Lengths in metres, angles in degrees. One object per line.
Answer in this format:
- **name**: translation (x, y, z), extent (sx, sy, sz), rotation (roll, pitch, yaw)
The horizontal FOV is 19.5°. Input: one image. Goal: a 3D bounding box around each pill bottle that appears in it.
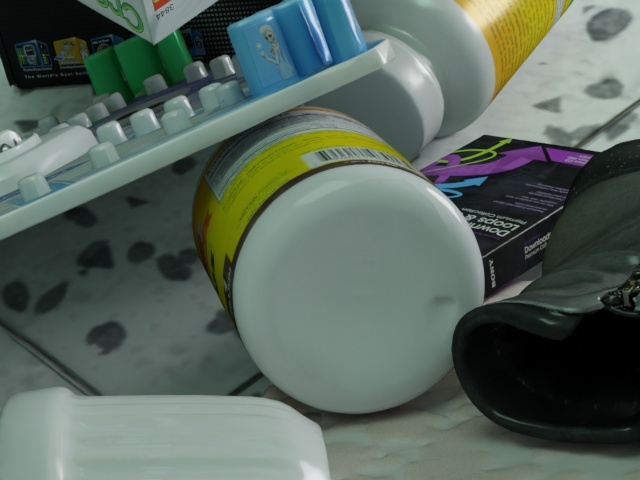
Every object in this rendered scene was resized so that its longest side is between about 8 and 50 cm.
- **pill bottle**: translation (0.000, 0.000, 0.929), extent (0.117, 0.117, 0.215), rotation (-17, 17, -6)
- **pill bottle**: translation (0.078, -0.140, 1.203), extent (0.118, 0.117, 0.208), rotation (15, 46, 29)

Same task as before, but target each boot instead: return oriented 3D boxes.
- **boot**: translation (0.243, 0.019, 0.815), extent (0.338, 0.118, 0.223), rotation (-12, 16, 23)

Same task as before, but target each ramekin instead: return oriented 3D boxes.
- **ramekin**: translation (-0.045, 0.149, 0.646), extent (0.109, 0.207, 0.207), rotation (-6, 38, -4)

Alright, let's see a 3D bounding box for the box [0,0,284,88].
- **box**: translation (-0.104, -0.213, 1.259), extent (0.270, 0.216, 0.060), rotation (-3, 40, 10)

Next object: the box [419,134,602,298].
- **box**: translation (0.094, -0.017, 1.077), extent (0.116, 0.029, 0.162), rotation (12, 31, 39)

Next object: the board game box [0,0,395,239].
- **board game box**: translation (-0.199, -0.043, 1.059), extent (0.390, 0.050, 0.390), rotation (-26, 11, -16)

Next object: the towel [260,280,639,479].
- **towel**: translation (0.123, 0.088, 0.877), extent (0.317, 0.053, 0.332), rotation (-4, 17, 12)

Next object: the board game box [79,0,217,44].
- **board game box**: translation (-0.127, -0.238, 1.094), extent (0.193, 0.053, 0.305), rotation (-38, 50, -25)
